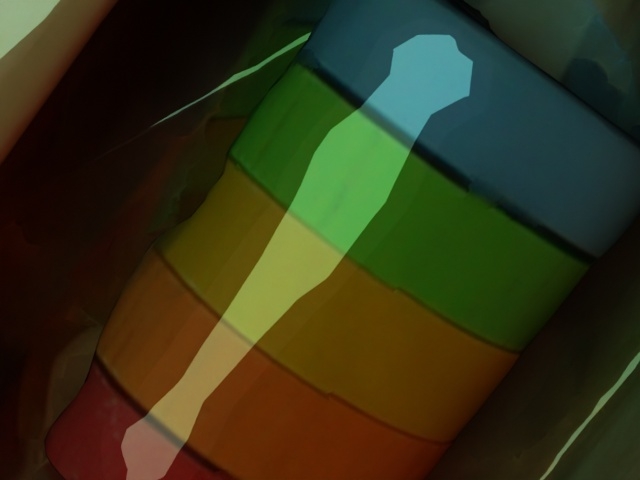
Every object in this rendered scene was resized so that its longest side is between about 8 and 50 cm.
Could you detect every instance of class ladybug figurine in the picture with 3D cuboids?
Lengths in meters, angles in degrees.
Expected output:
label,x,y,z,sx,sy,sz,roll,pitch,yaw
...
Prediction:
label,x,y,z,sx,sy,sz,roll,pitch,yaw
ladybug figurine,0.000,0.000,0.405,0.305,0.162,0.449,38,98,-17
